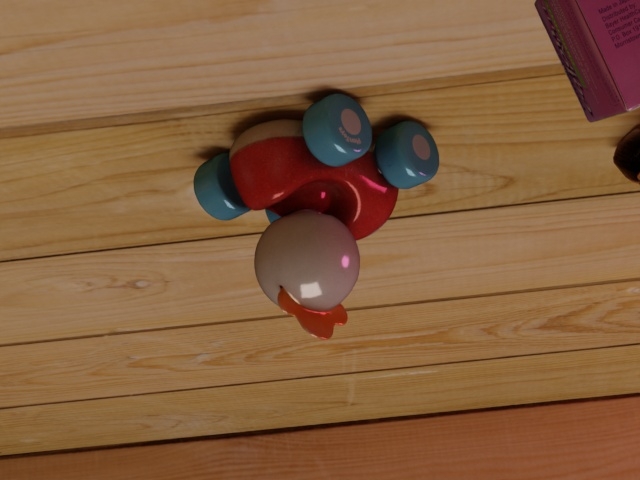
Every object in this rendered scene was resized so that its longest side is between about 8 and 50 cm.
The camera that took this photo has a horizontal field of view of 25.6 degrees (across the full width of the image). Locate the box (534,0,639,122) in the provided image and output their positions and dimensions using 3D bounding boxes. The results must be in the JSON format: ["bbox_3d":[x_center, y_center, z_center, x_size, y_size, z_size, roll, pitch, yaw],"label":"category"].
[{"bbox_3d":[0.291,-0.189,1.071,0.213,0.117,0.243,-25,180,6],"label":"box"}]

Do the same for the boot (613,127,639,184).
[{"bbox_3d":[0.447,-0.066,1.645,0.220,0.109,0.283,8,176,-3],"label":"boot"}]

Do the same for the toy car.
[{"bbox_3d":[0.000,0.000,1.525,0.210,0.238,0.219,16,152,-43],"label":"toy car"}]
